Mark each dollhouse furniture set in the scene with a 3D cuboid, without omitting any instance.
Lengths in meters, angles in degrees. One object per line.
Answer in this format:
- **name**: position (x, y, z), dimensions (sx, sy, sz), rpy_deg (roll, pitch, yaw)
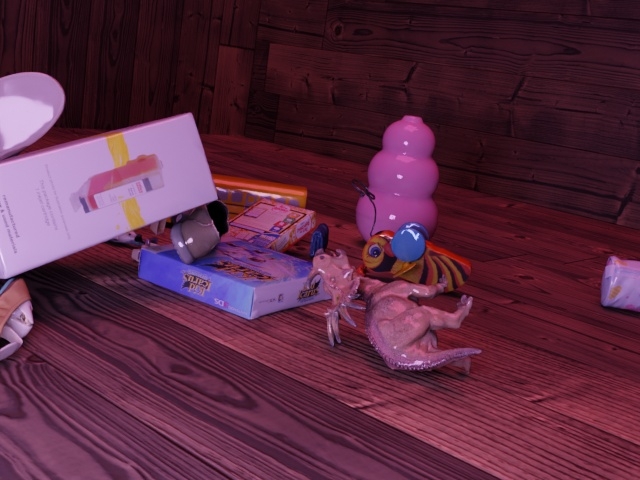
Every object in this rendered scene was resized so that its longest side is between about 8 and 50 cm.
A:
- **dollhouse furniture set**: position (-0.303, -0.012, 1.576), dimensions (0.081, 0.114, 0.091), rpy_deg (16, 11, 15)

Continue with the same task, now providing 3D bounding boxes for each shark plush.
- **shark plush**: position (-0.405, -0.018, 1.682), dimensions (0.161, 0.073, 0.067), rpy_deg (8, -19, 20)

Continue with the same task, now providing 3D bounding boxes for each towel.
- **towel**: position (0.000, 0.000, 1.835), dimensions (0.029, 0.067, 0.119), rpy_deg (8, 12, 7)

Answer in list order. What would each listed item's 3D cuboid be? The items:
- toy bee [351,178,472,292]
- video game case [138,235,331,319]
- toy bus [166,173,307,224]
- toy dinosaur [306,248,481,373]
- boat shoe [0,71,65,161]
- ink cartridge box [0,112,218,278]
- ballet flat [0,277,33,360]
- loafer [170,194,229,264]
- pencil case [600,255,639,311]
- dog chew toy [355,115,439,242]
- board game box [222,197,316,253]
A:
- **toy bee**: position (0.158, 0.029, 1.693), dimensions (0.298, 0.162, 0.195), rpy_deg (43, 18, 25)
- **video game case**: position (-0.148, 0.059, 1.474), dimensions (0.270, 0.061, 0.244), rpy_deg (16, 15, 32)
- **toy bus**: position (-0.204, -0.082, 1.927), dimensions (0.333, 0.130, 0.108), rpy_deg (8, 12, -3)
- **toy dinosaur**: position (0.108, 0.128, 1.208), dimensions (0.200, 0.127, 0.295), rpy_deg (-5, 29, -25)
- **boat shoe**: position (-0.597, -0.181, 1.431), dimensions (0.341, 0.127, 0.158), rpy_deg (-34, 14, -4)
- **ink cartridge box**: position (-0.408, -0.075, 1.312), dimensions (0.385, 0.160, 0.279), rpy_deg (-24, 14, -41)
- **ballet flat**: position (-0.416, 0.114, 1.052), dimensions (0.073, 0.080, 0.232), rpy_deg (35, 12, -8)
- **loafer**: position (-0.197, -0.030, 1.445), dimensions (0.087, 0.094, 0.251), rpy_deg (-21, 21, 8)
- **pencil case**: position (0.740, 0.109, 1.725), dimensions (0.273, 0.113, 0.124), rpy_deg (10, -10, 12)
- **dog chew toy**: position (0.202, -0.140, 1.995), dimensions (0.207, 0.331, 0.206), rpy_deg (9, 11, -2)
- **board game box**: position (-0.122, -0.023, 1.763), dimensions (0.147, 0.045, 0.193), rpy_deg (16, 34, 30)
